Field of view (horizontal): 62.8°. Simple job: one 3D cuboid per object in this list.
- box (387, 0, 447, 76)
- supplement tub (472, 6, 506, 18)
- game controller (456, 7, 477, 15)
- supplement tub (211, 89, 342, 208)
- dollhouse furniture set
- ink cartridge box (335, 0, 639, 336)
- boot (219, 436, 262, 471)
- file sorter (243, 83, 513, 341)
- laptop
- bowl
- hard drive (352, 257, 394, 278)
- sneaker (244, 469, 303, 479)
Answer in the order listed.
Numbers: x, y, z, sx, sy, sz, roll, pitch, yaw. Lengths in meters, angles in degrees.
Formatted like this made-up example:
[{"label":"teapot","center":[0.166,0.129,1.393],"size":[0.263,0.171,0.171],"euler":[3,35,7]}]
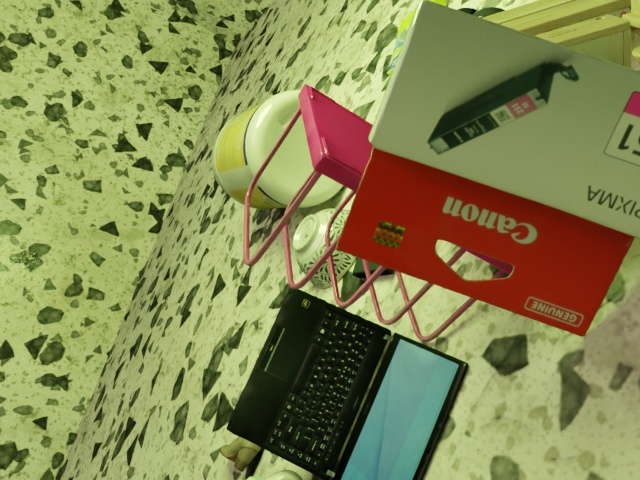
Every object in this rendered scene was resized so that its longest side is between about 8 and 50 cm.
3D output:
[{"label":"box","center":[0.197,-0.407,1.078],"size":[0.109,0.043,0.178],"euler":[-22,46,53]},{"label":"supplement tub","center":[0.240,-0.250,0.782],"size":[0.106,0.106,0.197],"euler":[-15,52,56]},{"label":"game controller","center":[0.176,-0.247,0.916],"size":[0.319,0.067,0.166],"euler":[-64,14,-3]},{"label":"supplement tub","center":[-0.102,-0.191,1.190],"size":[0.331,0.241,0.240],"euler":[5,70,62]},{"label":"dollhouse furniture set","center":[0.239,-0.196,0.663],"size":[0.304,0.173,0.355],"euler":[-14,29,10]},{"label":"ink cartridge box","center":[0.174,-0.050,0.476],"size":[0.060,0.275,0.238],"euler":[-64,-7,-76]},{"label":"boot","center":[-0.139,0.367,0.964],"size":[0.118,0.042,0.086],"euler":[0,59,60]},{"label":"file sorter","center":[0.063,-0.021,0.677],"size":[0.182,0.291,0.202],"euler":[-52,26,27]},{"label":"laptop","center":[0.020,0.213,0.704],"size":[0.136,0.265,0.234],"euler":[59,-125,-78]},{"label":"bowl","center":[0.000,0.000,1.007],"size":[0.170,0.080,0.170],"euler":[-41,34,36]},{"label":"hard drive","center":[0.103,-0.004,0.888],"size":[0.094,0.022,0.135],"euler":[-15,53,56]},{"label":"sneaker","center":[-0.099,0.403,0.821],"size":[0.212,0.080,0.094],"euler":[-51,17,24]}]
